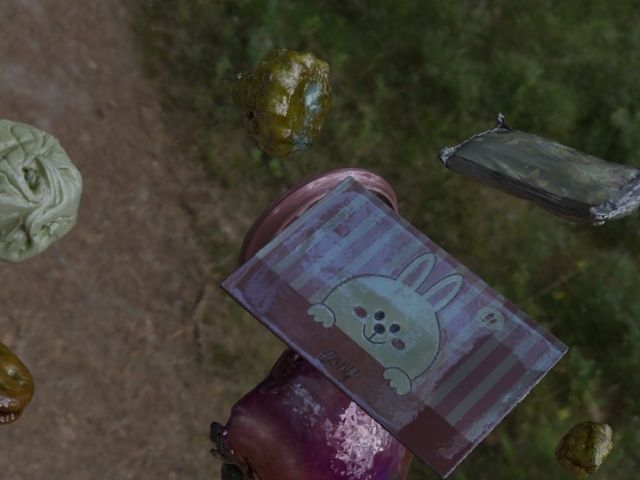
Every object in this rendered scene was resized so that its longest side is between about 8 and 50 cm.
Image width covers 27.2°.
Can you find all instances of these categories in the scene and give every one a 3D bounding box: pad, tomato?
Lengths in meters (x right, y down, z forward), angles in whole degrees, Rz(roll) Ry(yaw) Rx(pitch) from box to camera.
[{"bbox_3d":[0.073,0.076,1.323,0.299,0.202,0.005,40,-28,19],"label":"pad"},{"bbox_3d":[0.033,0.221,1.532,0.176,0.289,0.335,38,-26,21],"label":"tomato"}]

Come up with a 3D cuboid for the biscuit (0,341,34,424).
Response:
[{"bbox_3d":[-0.554,0.205,2.087,0.220,0.066,0.220,37,10,-7],"label":"biscuit"}]

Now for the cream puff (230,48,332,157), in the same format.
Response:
[{"bbox_3d":[-0.057,-0.180,1.677,0.116,0.146,0.146,16,-1,31],"label":"cream puff"}]

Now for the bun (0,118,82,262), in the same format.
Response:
[{"bbox_3d":[-0.456,-0.077,1.953,0.229,0.145,0.230,14,68,-37],"label":"bun"}]

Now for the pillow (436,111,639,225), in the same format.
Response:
[{"bbox_3d":[0.295,-0.085,1.705,0.255,0.059,0.169,23,41,28],"label":"pillow"}]

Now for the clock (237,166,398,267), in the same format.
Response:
[{"bbox_3d":[-0.001,-0.001,1.804,0.244,0.244,0.056,31,16,-49],"label":"clock"}]

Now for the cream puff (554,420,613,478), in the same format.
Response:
[{"bbox_3d":[0.343,0.268,1.712,0.058,0.083,0.083,45,5,6],"label":"cream puff"}]
